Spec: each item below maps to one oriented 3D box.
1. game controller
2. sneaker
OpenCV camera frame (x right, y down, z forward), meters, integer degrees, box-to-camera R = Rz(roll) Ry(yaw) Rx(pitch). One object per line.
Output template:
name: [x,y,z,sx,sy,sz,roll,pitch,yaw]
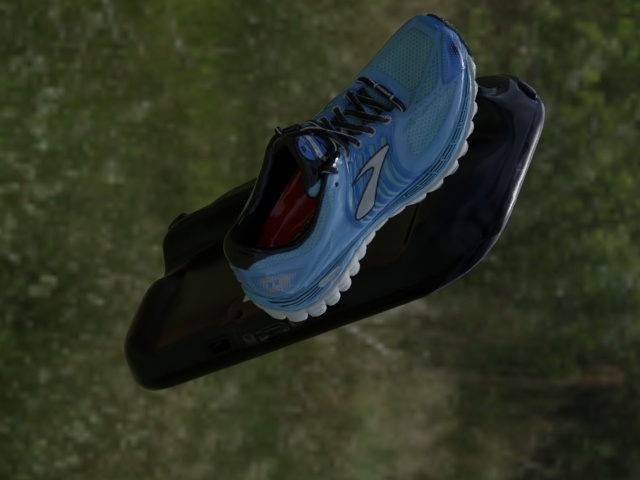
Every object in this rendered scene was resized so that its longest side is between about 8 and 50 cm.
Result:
game controller: [0.000,0.000,1.056,0.067,0.319,0.166,39,49,-28]
sneaker: [0.014,-0.038,0.787,0.162,0.063,0.073,-56,148,-3]
